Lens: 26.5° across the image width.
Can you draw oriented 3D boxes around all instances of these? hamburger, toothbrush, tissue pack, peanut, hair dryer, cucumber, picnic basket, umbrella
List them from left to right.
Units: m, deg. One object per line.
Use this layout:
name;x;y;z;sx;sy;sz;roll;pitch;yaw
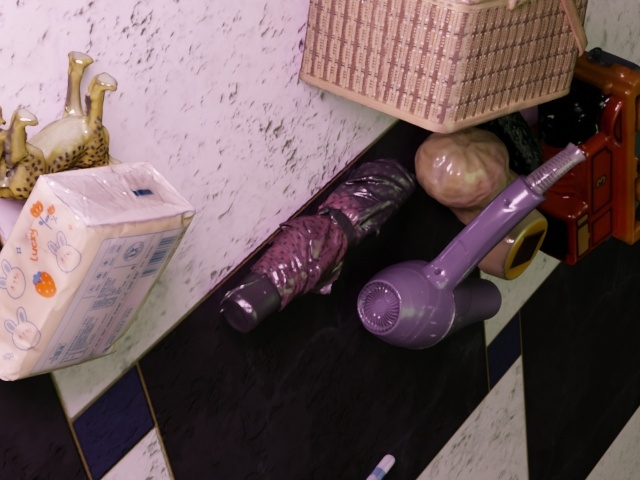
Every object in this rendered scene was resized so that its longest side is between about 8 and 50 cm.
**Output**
tissue pack;-0.224;0.027;1.259;0.148;0.092;0.196;-12;140;-53
umbrella;0.000;0.000;1.626;0.326;0.090;0.094;-41;160;-37
toothbrush;0.026;0.413;1.971;0.276;0.019;0.025;-50;135;-27
picnic basket;0.153;-0.263;1.575;0.313;0.228;0.175;-21;128;-48
peanut;0.218;-0.084;1.873;0.256;0.123;0.124;28;84;-58
hair dryer;0.233;0.007;1.828;0.361;0.121;0.301;-47;156;25
cucumber;0.253;-0.155;1.911;0.078;0.062;0.211;-34;149;8
hamburger;0.282;-0.011;2.048;0.126;0.081;0.141;-33;146;-39

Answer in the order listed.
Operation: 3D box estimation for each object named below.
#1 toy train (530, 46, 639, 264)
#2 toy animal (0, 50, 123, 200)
toy train;0.413;-0.120;2.112;0.231;0.163;0.369;-38;137;-27
toy animal;-0.248;-0.078;1.235;0.181;0.073;0.136;-37;143;-45
